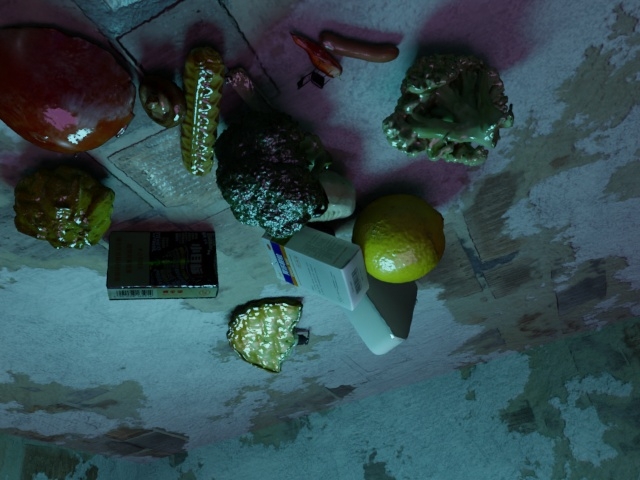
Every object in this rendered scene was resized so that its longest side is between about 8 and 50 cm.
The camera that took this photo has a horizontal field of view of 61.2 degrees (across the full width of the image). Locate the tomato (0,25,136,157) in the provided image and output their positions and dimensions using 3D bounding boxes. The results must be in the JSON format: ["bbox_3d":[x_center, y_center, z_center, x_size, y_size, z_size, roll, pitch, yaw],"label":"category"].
[{"bbox_3d":[-0.544,-0.277,1.104,0.309,0.170,0.309,-9,146,-6],"label":"tomato"}]

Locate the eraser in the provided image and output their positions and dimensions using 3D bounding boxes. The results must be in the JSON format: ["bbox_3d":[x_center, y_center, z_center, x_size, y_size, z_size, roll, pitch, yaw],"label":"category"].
[{"bbox_3d":[0.187,0.207,1.969,0.331,0.331,0.150,16,139,-33],"label":"eraser"}]

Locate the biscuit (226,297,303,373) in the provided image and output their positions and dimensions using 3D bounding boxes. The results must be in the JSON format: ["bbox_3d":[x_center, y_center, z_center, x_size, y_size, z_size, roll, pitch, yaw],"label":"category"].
[{"bbox_3d":[-0.186,0.357,2.116,0.335,0.078,0.329,-37,117,9],"label":"biscuit"}]

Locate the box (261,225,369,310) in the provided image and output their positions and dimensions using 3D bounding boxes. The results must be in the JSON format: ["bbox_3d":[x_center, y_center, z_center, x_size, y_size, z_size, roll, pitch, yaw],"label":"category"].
[{"bbox_3d":[-0.014,0.068,1.631,0.299,0.106,0.200,20,146,30],"label":"box"}]

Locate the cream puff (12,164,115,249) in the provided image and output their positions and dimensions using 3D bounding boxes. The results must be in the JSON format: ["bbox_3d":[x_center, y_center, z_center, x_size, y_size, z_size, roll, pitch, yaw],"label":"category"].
[{"bbox_3d":[-0.644,-0.078,1.374,0.244,0.196,0.244,16,160,6],"label":"cream puff"}]

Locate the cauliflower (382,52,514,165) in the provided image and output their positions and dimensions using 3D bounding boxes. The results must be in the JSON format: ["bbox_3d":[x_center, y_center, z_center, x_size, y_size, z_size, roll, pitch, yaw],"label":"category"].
[{"bbox_3d":[0.305,-0.275,1.244,0.327,0.281,0.260,-20,149,-4],"label":"cauliflower"}]

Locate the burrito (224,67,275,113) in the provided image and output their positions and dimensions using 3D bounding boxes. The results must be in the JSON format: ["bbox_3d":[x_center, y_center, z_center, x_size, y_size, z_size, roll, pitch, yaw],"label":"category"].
[{"bbox_3d":[-0.157,-0.332,1.247,0.051,0.042,0.171,-22,141,17],"label":"burrito"}]

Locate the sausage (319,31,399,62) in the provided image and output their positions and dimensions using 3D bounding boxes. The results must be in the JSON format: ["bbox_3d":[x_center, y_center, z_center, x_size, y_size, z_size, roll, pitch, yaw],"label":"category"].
[{"bbox_3d":[0.085,-0.420,1.188,0.186,0.043,0.043,4,143,-20],"label":"sausage"}]

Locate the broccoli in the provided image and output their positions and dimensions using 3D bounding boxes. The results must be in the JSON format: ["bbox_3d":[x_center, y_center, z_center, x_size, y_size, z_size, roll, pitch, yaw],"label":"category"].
[{"bbox_3d":[-0.111,-0.174,1.278,0.283,0.321,0.303,-35,127,-37],"label":"broccoli"}]

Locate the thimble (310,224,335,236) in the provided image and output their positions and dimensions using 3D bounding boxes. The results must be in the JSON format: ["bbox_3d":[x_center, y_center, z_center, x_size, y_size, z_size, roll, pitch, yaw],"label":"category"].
[{"bbox_3d":[-0.001,-0.001,1.741,0.104,0.066,0.095,20,137,-36],"label":"thimble"}]

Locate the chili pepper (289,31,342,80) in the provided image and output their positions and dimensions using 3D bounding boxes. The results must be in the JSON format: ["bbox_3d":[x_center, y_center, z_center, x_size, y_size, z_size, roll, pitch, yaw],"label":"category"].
[{"bbox_3d":[-0.009,-0.407,1.186,0.045,0.027,0.178,-7,156,44],"label":"chili pepper"}]

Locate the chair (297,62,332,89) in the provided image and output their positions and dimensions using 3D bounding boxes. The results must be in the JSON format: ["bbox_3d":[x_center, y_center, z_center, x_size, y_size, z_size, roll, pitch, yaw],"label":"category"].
[{"bbox_3d":[-0.012,-0.362,1.220,0.042,0.037,0.086,30,150,-30],"label":"chair"}]

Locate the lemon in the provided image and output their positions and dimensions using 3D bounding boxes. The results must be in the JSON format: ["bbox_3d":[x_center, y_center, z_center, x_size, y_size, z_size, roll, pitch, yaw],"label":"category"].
[{"bbox_3d":[0.234,-0.005,1.622,0.293,0.293,0.293,-7,145,-5],"label":"lemon"}]

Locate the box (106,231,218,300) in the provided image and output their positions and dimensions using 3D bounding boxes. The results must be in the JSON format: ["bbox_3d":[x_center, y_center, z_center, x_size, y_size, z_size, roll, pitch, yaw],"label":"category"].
[{"bbox_3d":[-0.464,0.074,1.604,0.310,0.198,0.084,0,144,-16],"label":"box"}]

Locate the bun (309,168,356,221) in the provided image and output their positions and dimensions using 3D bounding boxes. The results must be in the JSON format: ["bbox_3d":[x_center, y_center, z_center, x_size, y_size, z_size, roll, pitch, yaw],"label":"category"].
[{"bbox_3d":[-0.014,-0.127,1.478,0.239,0.141,0.239,-3,175,0],"label":"bun"}]

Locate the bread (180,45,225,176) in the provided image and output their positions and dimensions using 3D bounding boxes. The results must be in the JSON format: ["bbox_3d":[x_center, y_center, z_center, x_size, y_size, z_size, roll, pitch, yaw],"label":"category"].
[{"bbox_3d":[-0.277,-0.285,1.252,0.077,0.084,0.367,-38,162,-34],"label":"bread"}]

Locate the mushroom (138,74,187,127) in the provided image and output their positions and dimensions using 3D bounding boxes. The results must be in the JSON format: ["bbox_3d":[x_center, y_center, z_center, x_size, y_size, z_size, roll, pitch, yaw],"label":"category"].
[{"bbox_3d":[-0.342,-0.303,1.176,0.085,0.126,0.109,-47,172,-12],"label":"mushroom"}]

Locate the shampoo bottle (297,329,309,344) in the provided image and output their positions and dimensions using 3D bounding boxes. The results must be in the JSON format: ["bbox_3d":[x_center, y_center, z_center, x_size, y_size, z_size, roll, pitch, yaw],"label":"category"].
[{"bbox_3d":[-0.183,0.415,2.256,0.284,0.101,0.101,3,143,-20],"label":"shampoo bottle"}]
